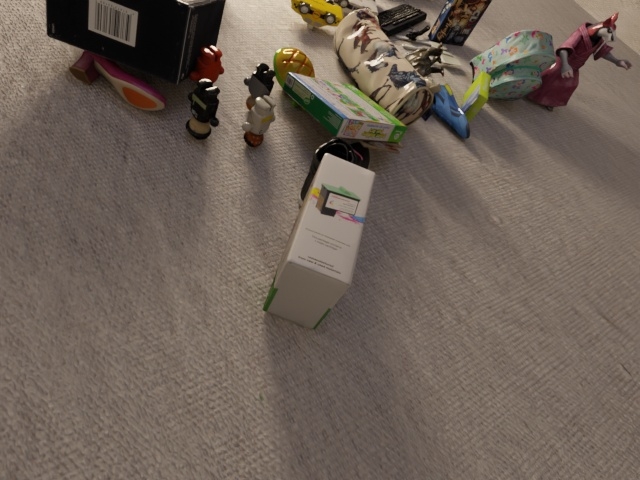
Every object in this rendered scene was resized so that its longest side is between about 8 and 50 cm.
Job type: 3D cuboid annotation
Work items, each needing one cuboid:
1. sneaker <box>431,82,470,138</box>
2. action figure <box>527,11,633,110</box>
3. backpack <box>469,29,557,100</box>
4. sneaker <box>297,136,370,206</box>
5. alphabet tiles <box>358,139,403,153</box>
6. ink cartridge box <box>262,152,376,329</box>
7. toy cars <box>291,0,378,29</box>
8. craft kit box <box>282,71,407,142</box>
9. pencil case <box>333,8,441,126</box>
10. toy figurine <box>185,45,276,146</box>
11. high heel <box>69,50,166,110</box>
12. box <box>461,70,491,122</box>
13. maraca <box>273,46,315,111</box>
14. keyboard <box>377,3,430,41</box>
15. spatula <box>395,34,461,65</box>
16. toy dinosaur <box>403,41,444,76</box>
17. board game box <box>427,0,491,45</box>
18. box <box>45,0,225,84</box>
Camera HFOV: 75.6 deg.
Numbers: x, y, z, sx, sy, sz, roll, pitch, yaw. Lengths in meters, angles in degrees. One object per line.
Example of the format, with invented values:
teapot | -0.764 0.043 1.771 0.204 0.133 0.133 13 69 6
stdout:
sneaker | 0.415 -0.411 1.348 0.082 0.069 0.209 -23 74 4
action figure | 0.927 -0.673 1.518 0.248 0.370 0.276 0 59 -20
backpack | 0.692 -0.623 1.472 0.225 0.253 0.191 -2 78 -24
sneaker | 0.063 -0.194 1.002 0.104 0.147 0.296 37 51 8
alphabet tiles | 0.114 -0.308 1.124 0.198 0.009 0.237 3 39 -32
ink cartridge box | 0.000 0.000 0.810 0.117 0.201 0.278 22 52 -6
toy cars | 0.044 -0.812 1.458 0.393 0.087 0.176 -34 79 -38
craft kit box | 0.066 -0.351 1.093 0.246 0.061 0.250 -10 47 -40
pencil case | 0.187 -0.527 1.257 0.183 0.160 0.410 -32 66 9
toy figurine | -0.215 -0.336 1.001 0.209 0.148 0.213 8 53 -23
high heel | -0.455 -0.392 0.979 0.244 0.082 0.117 21 61 9
box | 0.523 -0.481 1.397 0.042 0.109 0.178 27 52 -4
maraca | -0.065 -0.456 1.166 0.127 0.099 0.186 -29 97 -30
keyboard | 0.333 -0.859 1.622 0.201 0.033 0.317 39 53 12
spatula | 0.411 -0.726 1.574 0.242 0.019 0.168 2 55 -21
toy dinosaur | 0.329 -0.599 1.393 0.160 0.121 0.313 -5 38 14
board game box | 0.547 -0.878 1.591 0.165 0.243 0.042 -5 60 -24
box | -0.417 -0.537 0.984 0.296 0.183 0.294 19 34 -8
